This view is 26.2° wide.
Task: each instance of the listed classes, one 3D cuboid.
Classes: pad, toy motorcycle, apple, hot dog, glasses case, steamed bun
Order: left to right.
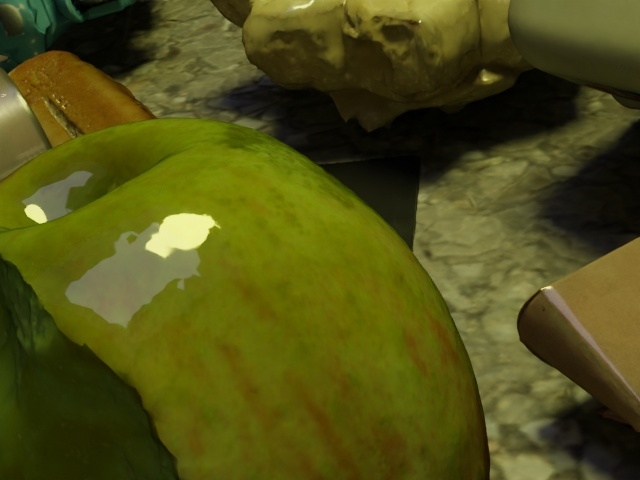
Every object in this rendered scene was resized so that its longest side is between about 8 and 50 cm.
[{"bbox_3d":[-0.219,-0.224,1.145,0.182,0.123,0.272,-18,26,0],"label":"toy motorcycle"},{"bbox_3d":[-0.139,-0.053,0.903,0.088,0.061,0.286,-24,36,-15],"label":"hot dog"},{"bbox_3d":[-0.061,0.074,0.527,0.246,0.226,0.246,-9,30,6],"label":"apple"},{"bbox_3d":[0.000,0.000,0.834,0.116,0.004,0.193,-4,32,10],"label":"pad"},{"bbox_3d":[0.064,-0.165,0.955,0.292,0.137,0.295,-6,40,0],"label":"steamed bun"},{"bbox_3d":[0.195,0.041,0.666,0.194,0.070,0.102,-26,63,-26],"label":"glasses case"}]

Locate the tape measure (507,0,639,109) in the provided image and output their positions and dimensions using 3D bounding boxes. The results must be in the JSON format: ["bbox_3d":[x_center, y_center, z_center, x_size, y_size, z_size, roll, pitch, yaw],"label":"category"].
[{"bbox_3d":[0.258,-0.115,0.749,0.265,0.130,0.258,10,11,-46],"label":"tape measure"}]

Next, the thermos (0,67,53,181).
[{"bbox_3d":[-0.269,-0.020,0.873,0.193,0.105,0.137,-30,10,-17],"label":"thermos"}]
